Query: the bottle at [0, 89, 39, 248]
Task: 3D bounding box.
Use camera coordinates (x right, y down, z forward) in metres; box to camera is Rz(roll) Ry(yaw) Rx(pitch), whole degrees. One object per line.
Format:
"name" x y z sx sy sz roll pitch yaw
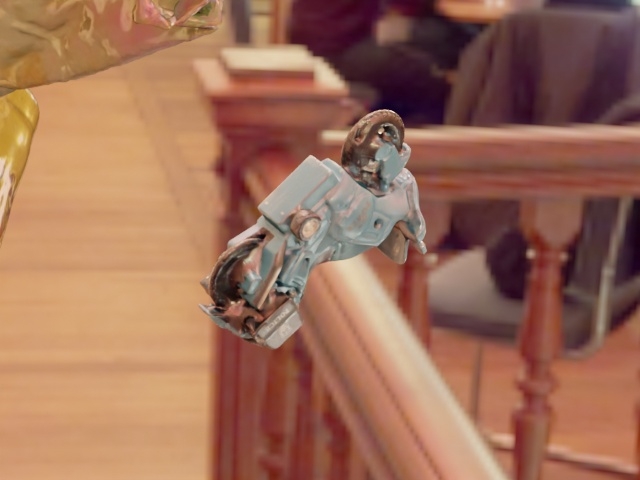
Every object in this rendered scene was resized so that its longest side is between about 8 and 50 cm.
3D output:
"bottle" -0.255 0.069 0.880 0.172 0.351 0.171 9 -20 3

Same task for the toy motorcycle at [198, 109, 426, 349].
"toy motorcycle" 0.000 0.000 1.815 0.272 0.182 0.123 -44 51 -8

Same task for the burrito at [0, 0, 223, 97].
"burrito" -0.119 -0.114 0.642 0.229 0.144 0.089 -9 46 43
